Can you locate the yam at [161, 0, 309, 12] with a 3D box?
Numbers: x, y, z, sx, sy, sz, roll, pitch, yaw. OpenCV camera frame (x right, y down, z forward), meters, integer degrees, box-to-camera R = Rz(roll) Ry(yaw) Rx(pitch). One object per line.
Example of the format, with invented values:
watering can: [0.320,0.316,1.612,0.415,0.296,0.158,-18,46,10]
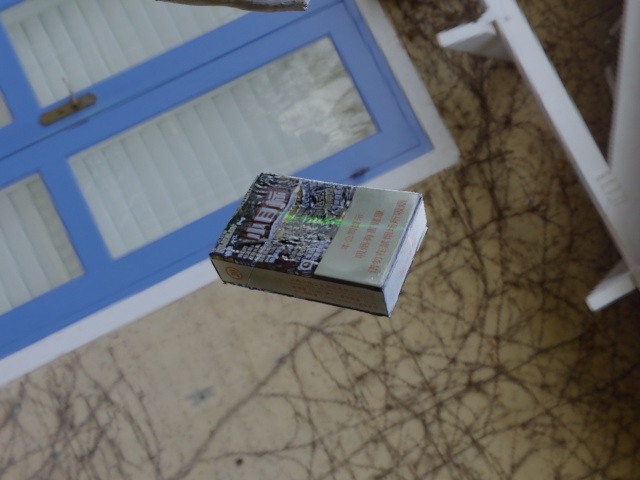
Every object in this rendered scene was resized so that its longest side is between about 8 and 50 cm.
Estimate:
yam: [-0.124,-0.350,1.115,0.056,0.241,0.057,11,-77,59]

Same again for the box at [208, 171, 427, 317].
box: [0.000,0.000,1.304,0.310,0.198,0.084,9,-38,25]
